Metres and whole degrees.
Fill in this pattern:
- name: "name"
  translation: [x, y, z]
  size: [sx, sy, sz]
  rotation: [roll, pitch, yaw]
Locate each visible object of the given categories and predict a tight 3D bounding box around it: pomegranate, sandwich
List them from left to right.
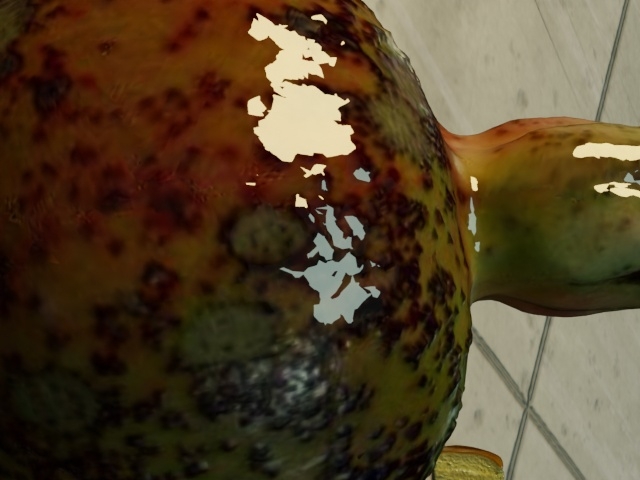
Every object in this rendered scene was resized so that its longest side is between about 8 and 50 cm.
- name: "pomegranate"
  translation: [0.000, 0.000, 0.571]
  size: [0.285, 0.341, 0.285]
  rotation: [171, -90, -90]
- name: "sandwich"
  translation: [0.103, 0.165, 0.969]
  size: [0.044, 0.083, 0.031]
  rotation: [5, 86, -11]
